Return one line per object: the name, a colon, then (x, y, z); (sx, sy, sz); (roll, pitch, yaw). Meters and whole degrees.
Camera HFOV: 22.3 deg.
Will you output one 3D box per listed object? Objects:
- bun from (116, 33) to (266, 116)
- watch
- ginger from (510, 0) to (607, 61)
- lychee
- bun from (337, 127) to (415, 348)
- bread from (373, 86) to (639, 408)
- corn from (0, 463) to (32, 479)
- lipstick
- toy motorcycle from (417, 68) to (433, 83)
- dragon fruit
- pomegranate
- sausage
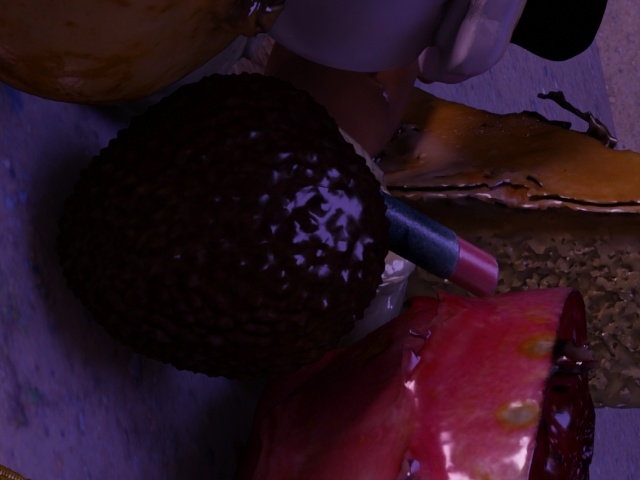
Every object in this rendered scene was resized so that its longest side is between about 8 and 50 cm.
bun: (-0.096, -0.192, 1.057); (0.237, 0.116, 0.210); (-73, 145, -58)
watch: (0.051, -0.248, 1.215); (0.211, 0.217, 0.248); (119, -16, -50)
ginger: (0.160, -0.365, 1.459); (0.211, 0.358, 0.413); (-57, 143, -26)
lychee: (-0.054, -0.007, 0.961); (0.194, 0.194, 0.194); (-13, 90, -70)
bun: (0.000, 0.000, 1.180); (0.222, 0.127, 0.222); (-12, 90, -71)
bread: (0.190, -0.007, 1.381); (0.279, 0.315, 0.248); (-87, 177, -60)
corn: (-0.167, 0.123, 0.791); (0.092, 0.037, 0.037); (45, 37, -56)
lipstick: (0.021, -0.024, 1.085); (0.234, 0.053, 0.053); (29, 39, -15)
toy motorcycle: (0.096, -0.320, 1.685); (0.171, 0.089, 0.298); (-44, 120, -65)
dragon fruit: (0.059, 0.204, 1.060); (0.386, 0.249, 0.371); (-60, 150, -56)
pomegranate: (-0.110, -0.187, 0.849); (0.248, 0.248, 0.248); (-13, 90, -70)
sausage: (0.030, -0.172, 1.378); (0.304, 0.121, 0.121); (-72, 143, -58)
